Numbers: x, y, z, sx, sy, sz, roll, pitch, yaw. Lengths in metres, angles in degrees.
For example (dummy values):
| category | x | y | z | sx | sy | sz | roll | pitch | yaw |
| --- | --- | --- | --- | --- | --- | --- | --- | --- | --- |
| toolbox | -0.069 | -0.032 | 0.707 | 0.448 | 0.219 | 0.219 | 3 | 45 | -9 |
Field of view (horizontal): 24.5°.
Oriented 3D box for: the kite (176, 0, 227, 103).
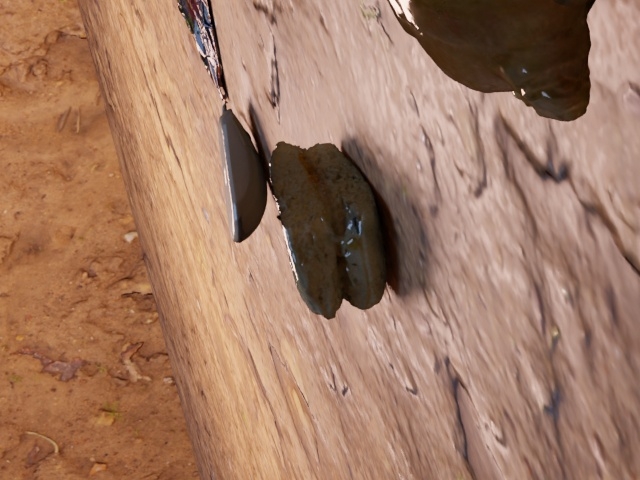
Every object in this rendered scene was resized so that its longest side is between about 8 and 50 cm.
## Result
| category | x | y | z | sx | sy | sz | roll | pitch | yaw |
| --- | --- | --- | --- | --- | --- | --- | --- | --- | --- |
| kite | -0.110 | -0.201 | 1.247 | 0.232 | 0.009 | 0.189 | 127 | 126 | -78 |

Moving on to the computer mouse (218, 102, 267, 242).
| category | x | y | z | sx | sy | sz | roll | pitch | yaw |
| --- | --- | --- | --- | --- | --- | --- | --- | --- | --- |
| computer mouse | -0.059 | -0.054 | 1.140 | 0.056 | 0.032 | 0.110 | 122 | 142 | -75 |

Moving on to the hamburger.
| category | x | y | z | sx | sy | sz | roll | pitch | yaw |
| --- | --- | --- | --- | --- | --- | --- | --- | --- | --- |
| hamburger | 0.004 | -0.001 | 0.829 | 0.121 | 0.054 | 0.084 | -117 | 10 | -59 |

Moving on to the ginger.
| category | x | y | z | sx | sy | sz | roll | pitch | yaw |
| --- | --- | --- | --- | --- | --- | --- | --- | --- | --- |
| ginger | 0.043 | -0.098 | 0.366 | 0.205 | 0.081 | 0.115 | 86 | -162 | -82 |
